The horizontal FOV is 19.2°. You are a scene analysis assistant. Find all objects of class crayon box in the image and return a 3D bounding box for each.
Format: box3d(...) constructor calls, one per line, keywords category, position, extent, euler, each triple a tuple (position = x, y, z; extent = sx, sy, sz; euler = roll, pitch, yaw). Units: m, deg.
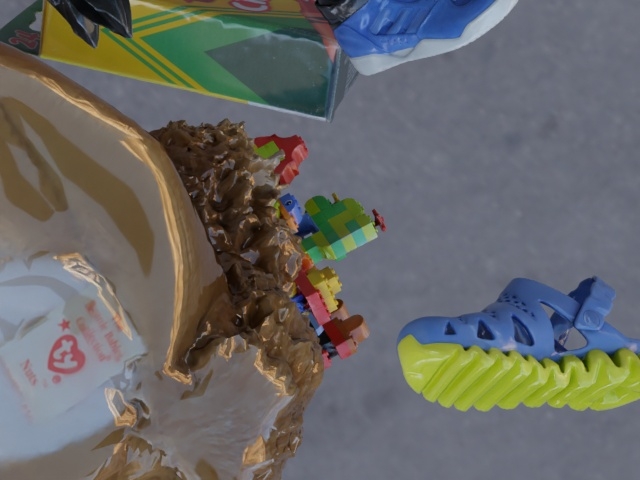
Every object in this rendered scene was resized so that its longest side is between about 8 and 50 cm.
box3d(category="crayon box", position=(-0.118, -0.205, 1.714), extent=(0.202, 0.318, 0.081), euler=(-61, 162, -64))

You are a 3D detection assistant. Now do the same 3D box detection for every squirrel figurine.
box3d(category="squirrel figurine", position=(-0.197, 0.013, 1.138), extent=(0.397, 0.370, 0.281), euler=(19, 97, -35))

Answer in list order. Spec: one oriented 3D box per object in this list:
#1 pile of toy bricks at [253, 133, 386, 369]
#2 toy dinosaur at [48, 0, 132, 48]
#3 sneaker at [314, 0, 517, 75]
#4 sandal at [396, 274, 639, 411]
box3d(category="pile of toy bricks", position=(0.000, 0.000, 1.516), extent=(0.105, 0.212, 0.118), euler=(-29, 129, -4))
box3d(category="toy dinosaur", position=(-0.082, -0.216, 0.794), extent=(0.218, 0.322, 0.164), euler=(-63, 146, -22))
box3d(category="sneaker", position=(0.062, -0.173, 1.313), extent=(0.084, 0.152, 0.058), euler=(51, 48, -24))
box3d(category="sandal", position=(0.213, 0.102, 1.991), extent=(0.317, 0.138, 0.126), euler=(5, 154, -33))
